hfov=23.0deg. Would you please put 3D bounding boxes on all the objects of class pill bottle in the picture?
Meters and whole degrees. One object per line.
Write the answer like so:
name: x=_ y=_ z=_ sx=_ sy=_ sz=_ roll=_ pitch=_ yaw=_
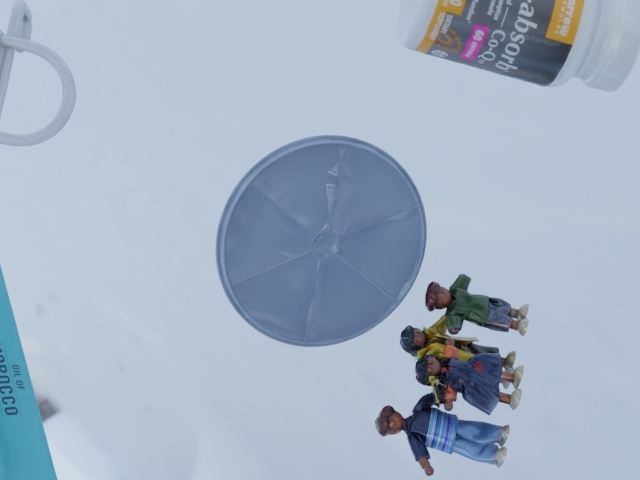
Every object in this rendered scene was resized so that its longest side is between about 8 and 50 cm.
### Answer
pill bottle: x=0.244 y=-0.279 z=1.920 sx=0.278 sy=0.162 sz=0.162 roll=14 pitch=164 yaw=-8

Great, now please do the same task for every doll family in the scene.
doll family: x=0.112 y=0.114 z=1.355 sx=0.111 sy=0.193 sz=0.076 roll=16 pitch=130 yaw=-3

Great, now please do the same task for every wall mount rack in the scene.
wall mount rack: x=-0.439 y=-0.124 z=1.660 sx=0.350 sy=0.304 sz=0.130 roll=12 pitch=175 yaw=-4

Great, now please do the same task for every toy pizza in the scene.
toy pizza: x=0.000 y=0.000 z=1.442 sx=0.201 sy=0.201 sz=0.032 roll=64 pitch=172 yaw=-22

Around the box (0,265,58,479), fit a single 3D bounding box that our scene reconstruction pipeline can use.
box: x=-0.274 y=0.112 z=1.195 sx=0.100 sy=0.060 sz=0.244 roll=-31 pitch=69 yaw=35
